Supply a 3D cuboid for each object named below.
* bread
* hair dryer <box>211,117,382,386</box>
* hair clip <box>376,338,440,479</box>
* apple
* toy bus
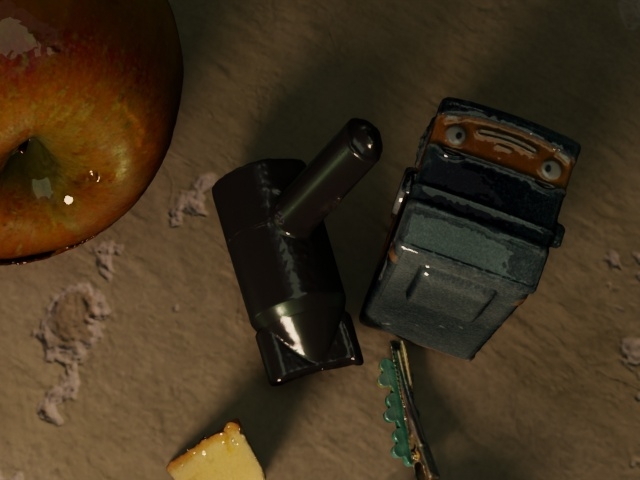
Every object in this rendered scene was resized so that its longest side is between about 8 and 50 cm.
[{"bbox_3d":[-0.106,0.246,1.401,0.080,0.109,0.084,-27,79,-18],"label":"bread"},{"bbox_3d":[0.000,0.000,1.401,0.116,0.302,0.244,-10,70,-27],"label":"hair dryer"},{"bbox_3d":[0.093,0.195,1.475,0.049,0.049,0.173,-8,66,-9],"label":"hair clip"},{"bbox_3d":[-0.338,-0.176,1.437,0.384,0.374,0.374,-40,75,22],"label":"apple"},{"bbox_3d":[0.148,-0.002,1.406,0.162,0.323,0.194,20,72,1],"label":"toy bus"}]
